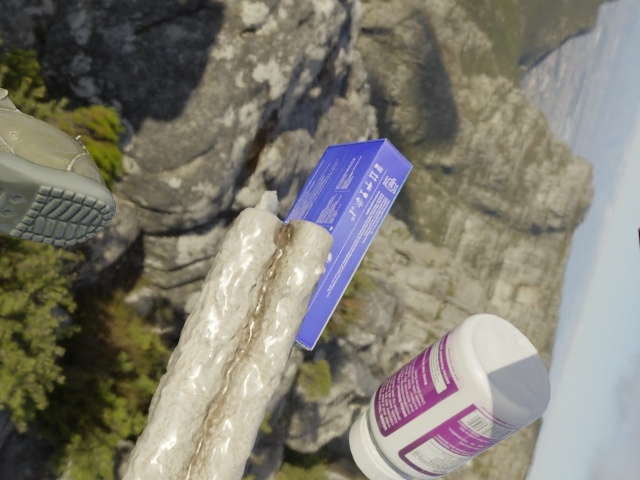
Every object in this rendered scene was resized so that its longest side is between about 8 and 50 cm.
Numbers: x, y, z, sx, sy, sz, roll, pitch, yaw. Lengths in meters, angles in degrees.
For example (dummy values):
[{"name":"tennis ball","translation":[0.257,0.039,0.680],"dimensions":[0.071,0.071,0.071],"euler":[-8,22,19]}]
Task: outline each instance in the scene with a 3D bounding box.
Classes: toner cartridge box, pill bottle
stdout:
[{"name":"toner cartridge box","translation":[0.000,0.000,1.318],"dimensions":[0.075,0.165,0.348],"euler":[40,70,-28]},{"name":"pill bottle","translation":[0.179,0.251,1.226],"dimensions":[0.301,0.169,0.169],"euler":[-44,-178,37]}]

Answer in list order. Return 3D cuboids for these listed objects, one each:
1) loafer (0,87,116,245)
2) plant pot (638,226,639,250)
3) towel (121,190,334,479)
[{"name":"loafer","translation":[-0.267,-0.067,0.591],"dimensions":[0.094,0.087,0.251],"euler":[-38,141,24]},{"name":"plant pot","translation":[0.423,0.100,0.634],"dimensions":[0.267,0.267,0.236],"euler":[-11,103,-44]},{"name":"towel","translation":[-0.074,0.120,0.378],"dimensions":[0.187,0.049,0.282],"euler":[132,-19,-77]}]
